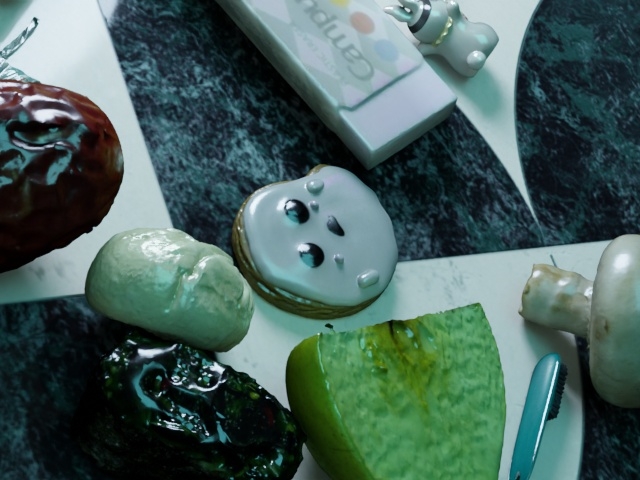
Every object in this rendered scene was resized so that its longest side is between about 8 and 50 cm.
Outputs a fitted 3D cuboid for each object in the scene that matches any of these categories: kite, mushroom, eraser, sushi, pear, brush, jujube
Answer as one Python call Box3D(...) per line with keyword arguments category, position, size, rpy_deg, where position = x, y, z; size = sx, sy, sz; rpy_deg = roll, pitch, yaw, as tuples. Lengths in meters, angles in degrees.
Box3D(category="kite", position=(-0.356, -0.203, 1.928), size=(0.139, 0.011, 0.157), rpy_deg=(39, 49, -5))
Box3D(category="mushroom", position=(0.345, 0.093, 2.024), size=(0.209, 0.206, 0.206), rpy_deg=(-1, 59, -10))
Box3D(category="eraser", position=(-0.015, -0.276, 2.120), size=(0.397, 0.082, 0.213), rpy_deg=(49, 50, 7))
Box3D(category="sushi", position=(-0.128, 0.182, 1.729), size=(0.225, 0.127, 0.124), rpy_deg=(28, 50, -8))
Box3D(category="pear", position=(0.082, 0.204, 1.828), size=(0.288, 0.139, 0.239), rpy_deg=(-8, 70, -49))
Box3D(category="brush", position=(0.250, 0.210, 1.983), size=(0.032, 0.043, 0.193), rpy_deg=(39, 48, -24))
Box3D(category="jujube", position=(-0.340, -0.062, 1.725), size=(0.290, 0.197, 0.197), rpy_deg=(-12, 66, -18))

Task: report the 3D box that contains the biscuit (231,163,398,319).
Box3D(category="biscuit", position=(0.000, 0.000, 1.972), size=(0.208, 0.049, 0.181), rpy_deg=(-17, 69, -38))

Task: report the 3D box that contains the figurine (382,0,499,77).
Box3D(category="figurine", position=(0.151, -0.271, 2.232), size=(0.146, 0.081, 0.098), rpy_deg=(33, 6, -1))

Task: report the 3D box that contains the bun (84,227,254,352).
Box3D(category="bun", position=(-0.149, 0.047, 1.786), size=(0.188, 0.164, 0.111), rpy_deg=(20, 87, -24))
